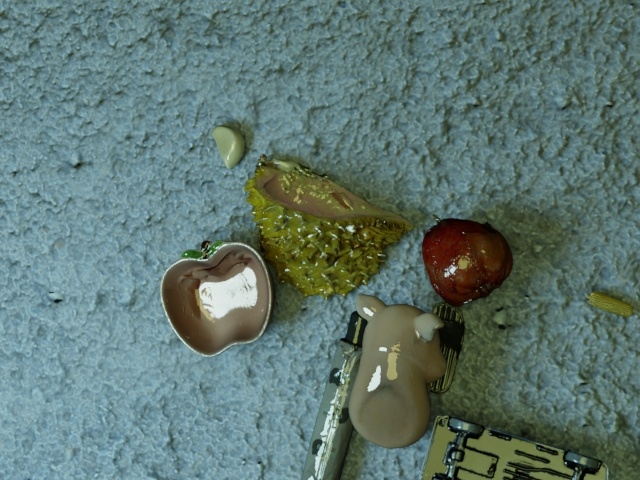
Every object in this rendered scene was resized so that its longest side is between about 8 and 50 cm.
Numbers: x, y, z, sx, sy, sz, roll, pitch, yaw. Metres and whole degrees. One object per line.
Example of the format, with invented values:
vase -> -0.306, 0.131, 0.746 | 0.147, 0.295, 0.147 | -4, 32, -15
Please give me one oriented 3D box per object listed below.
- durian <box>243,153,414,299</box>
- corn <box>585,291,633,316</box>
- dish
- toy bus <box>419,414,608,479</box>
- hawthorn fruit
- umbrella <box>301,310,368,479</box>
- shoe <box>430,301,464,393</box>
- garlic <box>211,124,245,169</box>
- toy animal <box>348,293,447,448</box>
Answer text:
durian -> -0.013, 0.004, 1.863 | 0.305, 0.185, 0.196 | 23, 114, 4
corn -> 0.487, 0.108, 1.795 | 0.083, 0.028, 0.027 | 21, 85, 7
dish -> -0.169, 0.096, 1.882 | 0.213, 0.090, 0.213 | 0, 90, 15
toy bus -> 0.322, 0.384, 1.755 | 0.292, 0.133, 0.125 | 15, 84, 13
hawthorn fruit -> 0.240, 0.022, 1.794 | 0.148, 0.148, 0.172 | -35, 62, 6
umbrella -> 0.033, 0.288, 1.844 | 0.067, 0.073, 0.337 | 14, 88, 2
shoe -> 0.211, 0.187, 1.829 | 0.062, 0.053, 0.159 | 9, 91, 14
garlic -> -0.164, -0.176, 1.928 | 0.053, 0.041, 0.083 | -35, 73, 20
toy animal -> 0.124, 0.224, 1.767 | 0.166, 0.154, 0.250 | 10, 100, 19
